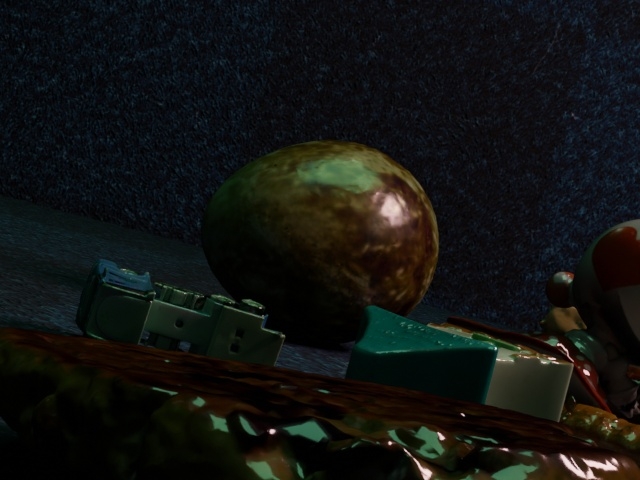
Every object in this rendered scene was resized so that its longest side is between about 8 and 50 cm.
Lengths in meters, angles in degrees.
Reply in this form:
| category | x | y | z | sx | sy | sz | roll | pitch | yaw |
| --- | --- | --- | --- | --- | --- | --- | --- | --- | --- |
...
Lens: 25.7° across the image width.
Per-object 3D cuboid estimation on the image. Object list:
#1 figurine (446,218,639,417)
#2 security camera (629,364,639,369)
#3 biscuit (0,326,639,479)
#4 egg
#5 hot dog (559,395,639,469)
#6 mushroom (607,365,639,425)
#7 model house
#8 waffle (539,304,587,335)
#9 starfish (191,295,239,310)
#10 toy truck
| category | x | y | z | sx | sy | sz | roll | pitch | yaw |
| --- | --- | --- | --- | --- | --- | --- | --- | --- | --- |
| figurine | 0.264 | 0.057 | 1.207 | 0.160 | 0.226 | 0.183 | 52 | -16 | -23 |
| security camera | 0.439 | 0.145 | 1.488 | 0.195 | 0.194 | 0.236 | 13 | 5 | -45 |
| biscuit | -0.007 | 0.103 | 0.658 | 0.289 | 0.081 | 0.334 | 13 | -2 | -32 |
| egg | 0.000 | 0.000 | 1.625 | 0.289 | 0.238 | 0.238 | 8 | 5 | -38 |
| hot dog | 0.215 | 0.162 | 1.060 | 0.088 | 0.061 | 0.286 | 28 | -7 | -41 |
| mushroom | 0.315 | 0.169 | 1.383 | 0.135 | 0.080 | 0.170 | 27 | -1 | -9 |
| model house | 0.074 | 0.107 | 0.952 | 0.149 | 0.100 | 0.127 | 11 | 3 | -41 |
| waffle | 0.477 | 0.178 | 1.745 | 0.376 | 0.114 | 0.261 | 15 | -1 | 27 |
| starfish | -0.126 | 0.076 | 1.605 | 0.078 | 0.028 | 0.091 | 11 | -2 | -30 |
| toy truck | -0.114 | 0.074 | 1.170 | 0.175 | 0.067 | 0.081 | 18 | 6 | -14 |
